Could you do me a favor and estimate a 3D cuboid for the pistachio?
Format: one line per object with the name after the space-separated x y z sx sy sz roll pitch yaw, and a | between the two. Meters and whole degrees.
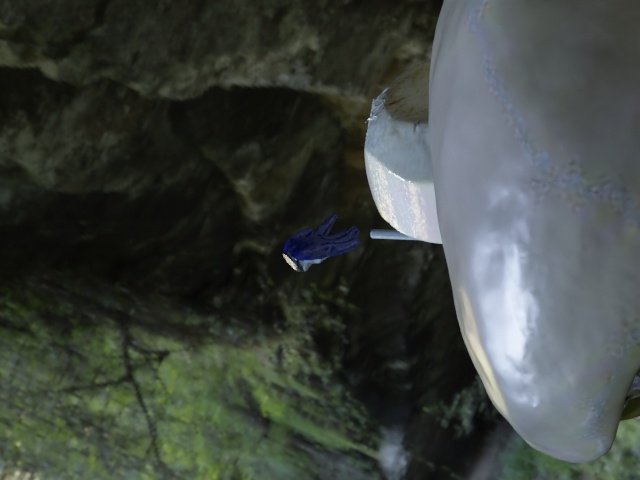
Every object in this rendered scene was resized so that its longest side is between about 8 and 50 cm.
0.125 -0.038 0.489 0.197 0.166 0.287 28 119 57 | pistachio

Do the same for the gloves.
0.000 0.000 1.043 0.086 0.064 0.026 -24 -55 -18 | gloves

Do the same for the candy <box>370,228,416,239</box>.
0.246 -0.003 1.574 0.124 0.366 0.124 -9 -80 -59 | candy

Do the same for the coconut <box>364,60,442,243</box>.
0.163 -0.106 1.318 0.241 0.241 0.241 24 -90 -84 | coconut
